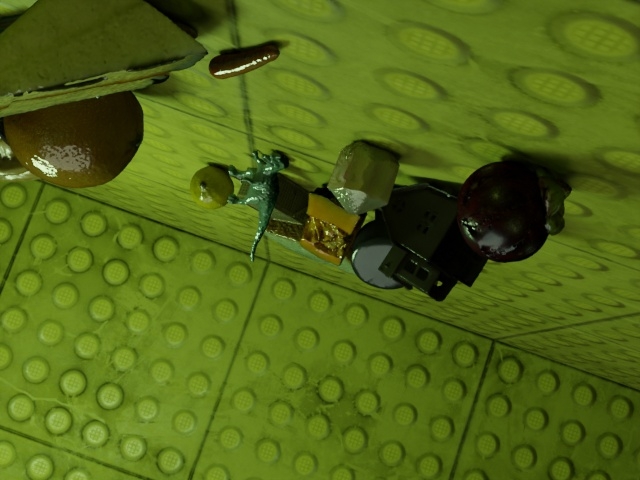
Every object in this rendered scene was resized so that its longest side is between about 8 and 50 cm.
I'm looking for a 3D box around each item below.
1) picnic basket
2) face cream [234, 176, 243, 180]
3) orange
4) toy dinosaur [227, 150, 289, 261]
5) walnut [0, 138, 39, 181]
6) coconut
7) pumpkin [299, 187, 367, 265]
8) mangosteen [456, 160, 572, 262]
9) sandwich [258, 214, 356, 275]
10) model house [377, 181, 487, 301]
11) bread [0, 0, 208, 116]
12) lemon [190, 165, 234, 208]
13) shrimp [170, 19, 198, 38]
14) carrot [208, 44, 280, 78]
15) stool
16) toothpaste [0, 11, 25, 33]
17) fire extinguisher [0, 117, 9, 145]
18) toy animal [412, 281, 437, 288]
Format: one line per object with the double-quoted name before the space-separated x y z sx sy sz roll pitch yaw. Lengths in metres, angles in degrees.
"picnic basket" -0.109 -0.104 2.161 0.115 0.079 0.164 12 169 40
"face cream" -0.171 -0.144 2.244 0.115 0.020 0.038 22 172 -7
"orange" -0.461 -0.221 1.725 0.264 0.264 0.264 19 171 3
"toy dinosaur" -0.162 -0.099 2.036 0.129 0.076 0.383 29 147 4
"walnut" -0.746 -0.249 2.211 0.257 0.257 0.224 17 139 16
"coconut" 0.074 -0.105 1.617 0.116 0.122 0.116 18 172 3
"pumpkin" 0.035 -0.061 2.036 0.131 0.126 0.248 31 151 4
"mangosteen" 0.303 -0.049 1.405 0.180 0.166 0.166 -15 155 25
"sandwich" -0.002 0.005 2.531 0.289 0.099 0.254 15 170 23
"model house" 0.183 -0.016 1.782 0.243 0.204 0.211 34 -178 38
"bread" -0.411 -0.213 1.340 0.242 0.405 0.346 44 176 -16
"lemon" -0.270 -0.131 2.253 0.109 0.109 0.133 17 179 18
"shrimp" -0.224 -0.309 1.348 0.108 0.023 0.059 12 177 44
"carrot" -0.108 -0.265 1.336 0.037 0.037 0.190 25 166 -34
"stool" 0.172 0.010 2.027 0.228 0.139 0.153 -17 126 22
"toothpaste" -0.574 -0.368 1.650 0.066 0.053 0.272 32 166 -39
"fire extinguisher" -0.682 -0.278 1.726 0.113 0.200 0.376 -19 165 3
"toy animal" 0.265 0.060 2.381 0.114 0.116 0.255 47 168 -16
